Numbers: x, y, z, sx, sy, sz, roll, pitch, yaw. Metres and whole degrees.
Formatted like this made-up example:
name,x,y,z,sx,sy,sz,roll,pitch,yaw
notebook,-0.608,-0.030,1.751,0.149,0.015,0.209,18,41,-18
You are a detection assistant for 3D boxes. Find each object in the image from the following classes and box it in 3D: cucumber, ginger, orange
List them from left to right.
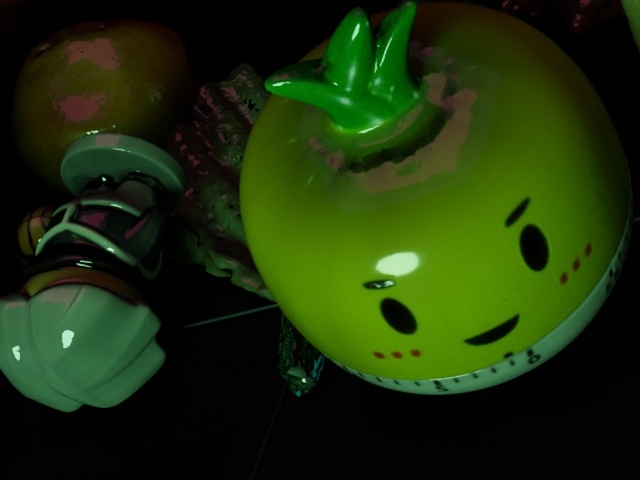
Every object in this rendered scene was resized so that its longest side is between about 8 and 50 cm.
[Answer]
name,x,y,z,sx,sy,sz,roll,pitch,yaw
orange,-0.257,-0.169,1.406,0.249,0.183,0.249,-23,26,12
cucumber,0.000,0.000,0.937,0.044,0.043,0.256,-13,58,45
ginger,0.294,-0.238,1.121,0.122,0.084,0.290,-35,28,-26

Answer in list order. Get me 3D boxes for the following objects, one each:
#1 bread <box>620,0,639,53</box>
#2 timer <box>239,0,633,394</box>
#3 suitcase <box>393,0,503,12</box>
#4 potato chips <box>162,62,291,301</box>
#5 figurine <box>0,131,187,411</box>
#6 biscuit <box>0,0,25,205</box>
name,x,y,z,sx,sy,sz,roll,pitch,yaw
bread,0.304,-0.169,0.791,0.185,0.274,0.114,-35,25,-12
timer,0.057,-0.054,0.769,0.285,0.285,0.285,-22,28,12
suitcase,0.139,-0.250,1.315,0.126,0.059,0.086,1,41,41
potato chips,0.017,-0.098,1.128,0.389,0.097,0.373,8,43,45
figurine,-0.211,0.033,1.045,0.176,0.133,0.236,-14,51,31
biscuit,-0.431,-0.150,1.419,0.111,0.312,0.318,9,14,-8
